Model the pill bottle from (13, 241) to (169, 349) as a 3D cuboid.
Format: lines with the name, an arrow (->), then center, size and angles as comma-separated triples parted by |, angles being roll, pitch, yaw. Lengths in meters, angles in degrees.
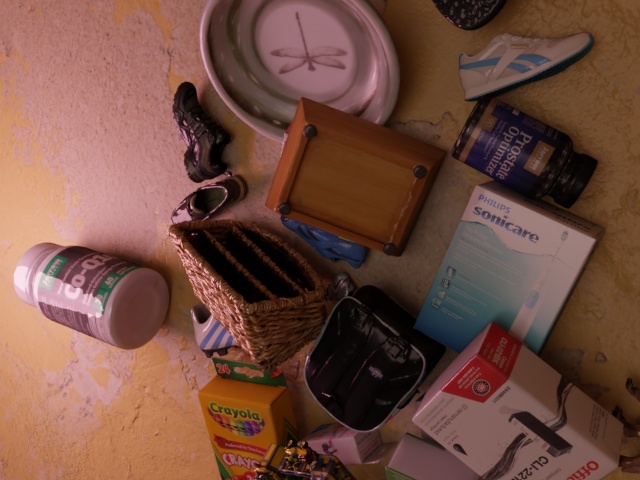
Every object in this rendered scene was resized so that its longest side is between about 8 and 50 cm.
pill bottle -> -0.575, 0.127, 1.710 | 0.361, 0.204, 0.204 | 14, 105, 27

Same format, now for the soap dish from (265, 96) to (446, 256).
soap dish -> 0.060, -0.109, 1.290 | 0.291, 0.118, 0.229 | 20, 111, -2

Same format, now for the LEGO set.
LEGO set -> -0.013, 0.576, 1.383 | 0.255, 0.192, 0.331 | -1, 132, 37

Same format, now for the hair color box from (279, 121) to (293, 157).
hair color box -> -0.006, -0.177, 1.379 | 0.141, 0.043, 0.072 | 21, 137, 4

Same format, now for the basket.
basket -> -0.127, 0.067, 1.380 | 0.299, 0.213, 0.223 | 41, 154, 37

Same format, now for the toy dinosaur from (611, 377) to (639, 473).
toy dinosaur -> 0.595, 0.311, 1.114 | 0.200, 0.127, 0.296 | 16, 116, 11

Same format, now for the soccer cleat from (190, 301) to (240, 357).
soccer cleat -> -0.164, 0.170, 1.526 | 0.331, 0.116, 0.143 | -16, 95, 32

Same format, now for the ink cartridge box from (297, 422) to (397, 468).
ink cartridge box -> 0.057, 0.428, 1.452 | 0.181, 0.104, 0.061 | -16, 92, 31

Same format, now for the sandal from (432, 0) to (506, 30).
sandal -> 0.248, -0.570, 1.182 | 0.167, 0.107, 0.446 | -18, 77, 33

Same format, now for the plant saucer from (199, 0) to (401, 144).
plant saucer -> -0.032, -0.355, 1.311 | 0.400, 0.100, 0.400 | 14, 139, 12

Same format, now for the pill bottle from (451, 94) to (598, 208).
pill bottle -> 0.345, -0.146, 1.163 | 0.219, 0.123, 0.123 | 29, 113, 9

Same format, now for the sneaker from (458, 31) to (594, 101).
sneaker -> 0.342, -0.313, 1.168 | 0.228, 0.087, 0.092 | -15, 89, 29

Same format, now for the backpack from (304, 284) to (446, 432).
backpack -> 0.098, 0.236, 1.344 | 0.225, 0.191, 0.253 | 38, 113, 19

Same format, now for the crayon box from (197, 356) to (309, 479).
crayon box -> -0.155, 0.425, 1.545 | 0.202, 0.081, 0.318 | 1, 114, 30

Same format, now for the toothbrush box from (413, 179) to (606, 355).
toothbrush box -> 0.330, 0.069, 1.216 | 0.216, 0.126, 0.295 | 28, 112, 22

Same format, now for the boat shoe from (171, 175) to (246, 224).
boat shoe -> -0.271, -0.086, 1.571 | 0.223, 0.073, 0.080 | -23, 87, 31

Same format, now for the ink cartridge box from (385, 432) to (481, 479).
ink cartridge box -> 0.220, 0.491, 1.322 | 0.160, 0.092, 0.219 | 17, 139, 27

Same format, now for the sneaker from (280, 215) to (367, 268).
sneaker -> 0.000, 0.000, 1.432 | 0.209, 0.069, 0.082 | 20, 112, 26

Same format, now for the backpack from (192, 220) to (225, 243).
backpack -> -0.248, 0.019, 1.567 | 0.120, 0.098, 0.101 | -49, 52, 36

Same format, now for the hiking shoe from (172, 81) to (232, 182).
hiking shoe -> -0.256, -0.247, 1.542 | 0.114, 0.086, 0.227 | -7, 101, 18

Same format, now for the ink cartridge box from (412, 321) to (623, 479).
ink cartridge box -> 0.324, 0.302, 1.138 | 0.273, 0.114, 0.197 | 38, 125, 6

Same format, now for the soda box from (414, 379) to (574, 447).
soda box -> 0.328, 0.326, 1.283 | 0.286, 0.091, 0.098 | -10, 93, 31

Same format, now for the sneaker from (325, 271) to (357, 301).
sneaker -> 0.038, 0.122, 1.448 | 0.069, 0.038, 0.098 | 49, 119, 15
